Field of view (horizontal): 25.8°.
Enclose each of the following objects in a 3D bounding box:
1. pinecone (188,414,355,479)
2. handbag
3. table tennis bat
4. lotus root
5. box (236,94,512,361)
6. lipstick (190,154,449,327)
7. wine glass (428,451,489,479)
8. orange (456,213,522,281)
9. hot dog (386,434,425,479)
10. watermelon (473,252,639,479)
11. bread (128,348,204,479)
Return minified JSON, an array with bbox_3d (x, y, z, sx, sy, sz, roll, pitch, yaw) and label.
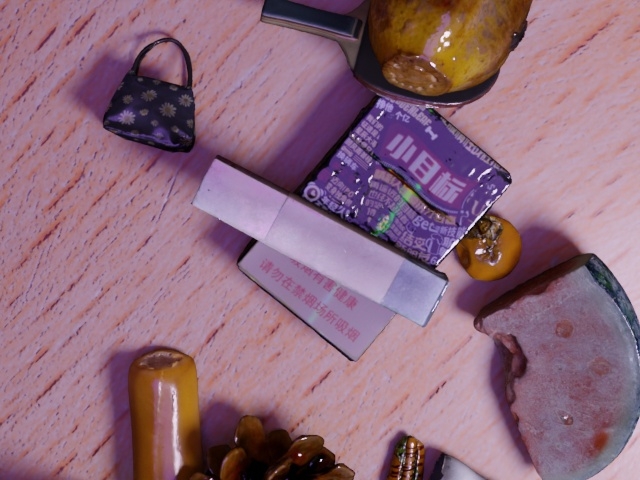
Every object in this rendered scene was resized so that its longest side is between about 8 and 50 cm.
[{"bbox_3d":[-0.043,0.339,1.746,0.229,0.201,0.202,35,88,-24],"label":"pinecone"},{"bbox_3d":[-0.200,-0.185,1.745,0.115,0.072,0.139,15,85,-1],"label":"handbag"},{"bbox_3d":[0.074,-0.246,1.708,0.301,0.022,0.173,13,58,1],"label":"table tennis bat"},{"bbox_3d":[0.157,-0.282,1.642,0.193,0.291,0.193,14,139,12],"label":"lotus root"},{"bbox_3d":[0.066,-0.027,1.756,0.198,0.084,0.310,40,96,-5],"label":"box"},{"bbox_3d":[0.000,0.000,1.683,0.317,0.066,0.068,28,99,-4],"label":"lipstick"},{"bbox_3d":[0.216,0.339,1.816,0.155,0.072,0.072,25,97,-4],"label":"wine glass"},{"bbox_3d":[0.217,0.012,1.775,0.086,0.062,0.086,0,101,-2],"label":"orange"},{"bbox_3d":[0.110,0.314,1.829,0.049,0.037,0.122,7,100,-5],"label":"hot dog"},{"bbox_3d":[0.306,0.153,1.782,0.226,0.148,0.318,12,112,15],"label":"watermelon"},{"bbox_3d":[-0.200,0.262,1.800,0.092,0.074,0.239,-3,98,5],"label":"bread"}]
